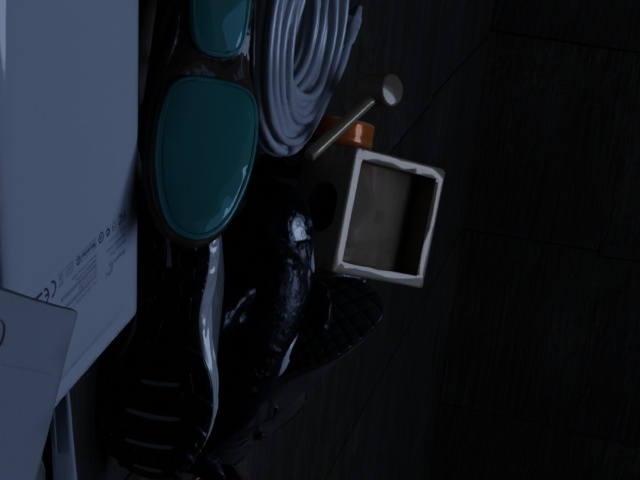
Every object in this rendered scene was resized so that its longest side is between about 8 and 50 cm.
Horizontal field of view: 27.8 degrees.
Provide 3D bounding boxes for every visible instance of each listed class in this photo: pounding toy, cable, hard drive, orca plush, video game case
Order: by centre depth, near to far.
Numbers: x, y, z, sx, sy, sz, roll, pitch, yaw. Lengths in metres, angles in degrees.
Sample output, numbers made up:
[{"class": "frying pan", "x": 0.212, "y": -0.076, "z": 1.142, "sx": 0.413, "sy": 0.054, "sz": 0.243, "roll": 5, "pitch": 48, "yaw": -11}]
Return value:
[{"class": "hard drive", "x": -0.179, "y": -0.048, "z": 0.874, "sx": 0.210, "sy": 0.040, "sz": 0.318, "roll": -56, "pitch": 154, "yaw": -60}, {"class": "video game case", "x": -0.187, "y": 0.195, "z": 0.950, "sx": 0.143, "sy": 0.019, "sz": 0.157, "roll": -113, "pitch": -158, "yaw": -57}, {"class": "orca plush", "x": -0.093, "y": 0.079, "z": 1.177, "sx": 0.287, "sy": 0.151, "sz": 0.102, "roll": -58, "pitch": 158, "yaw": 5}, {"class": "cable", "x": -0.038, "y": -0.211, "z": 1.238, "sx": 0.257, "sy": 0.089, "sz": 0.257, "roll": 73, "pitch": 32, "yaw": -63}, {"class": "pounding toy", "x": 0.030, "y": -0.069, "z": 1.321, "sx": 0.181, "sy": 0.094, "sz": 0.206, "roll": 11, "pitch": 90, "yaw": -39}]

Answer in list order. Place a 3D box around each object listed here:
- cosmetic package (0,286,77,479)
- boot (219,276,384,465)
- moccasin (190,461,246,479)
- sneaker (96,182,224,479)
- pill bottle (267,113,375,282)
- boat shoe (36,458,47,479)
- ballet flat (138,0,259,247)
[{"class": "cosmetic package", "x": -0.248, "y": 0.183, "z": 0.523, "sx": 0.217, "sy": 0.156, "sz": 0.384, "roll": 33, "pitch": 69, "yaw": -74}, {"class": "boot", "x": -0.037, "y": 0.140, "z": 1.362, "sx": 0.247, "sy": 0.083, "sz": 0.161, "roll": -36, "pitch": 159, "yaw": -4}, {"class": "moccasin", "x": -0.130, "y": 0.339, "z": 1.180, "sx": 0.380, "sy": 0.139, "sz": 0.146, "roll": -55, "pitch": 151, "yaw": -61}, {"class": "sneaker", "x": -0.122, "y": 0.075, "z": 1.098, "sx": 0.108, "sy": 0.100, "sz": 0.271, "roll": -50, "pitch": 148, "yaw": -75}, {"class": "pill bottle", "x": -0.003, "y": -0.018, "z": 1.447, "sx": 0.130, "sy": 0.131, "sz": 0.245, "roll": 6, "pitch": 95, "yaw": -77}, {"class": "boat shoe", "x": -0.225, "y": 0.162, "z": 0.789, "sx": 0.335, "sy": 0.096, "sz": 0.112, "roll": 91, "pitch": -6, "yaw": -49}, {"class": "ballet flat", "x": -0.096, "y": -0.129, "z": 1.021, "sx": 0.096, "sy": 0.095, "sz": 0.280, "roll": -10, "pitch": -109, "yaw": 61}]
